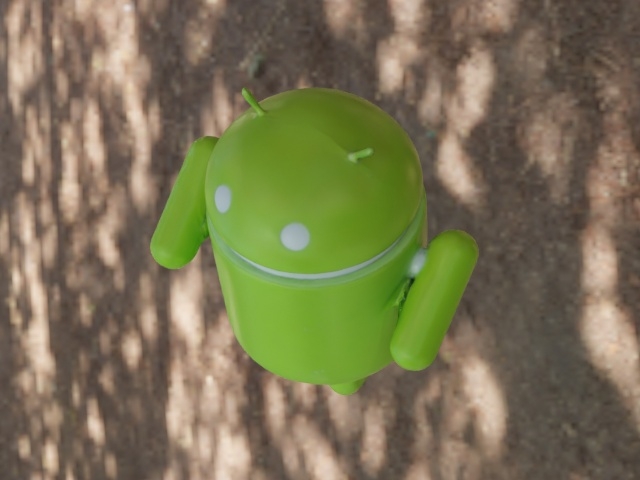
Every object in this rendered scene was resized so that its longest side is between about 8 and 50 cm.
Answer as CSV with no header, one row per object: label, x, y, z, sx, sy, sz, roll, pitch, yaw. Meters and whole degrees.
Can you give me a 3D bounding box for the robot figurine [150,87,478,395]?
robot figurine,0.000,0.000,0.431,0.101,0.067,0.115,24,148,21
